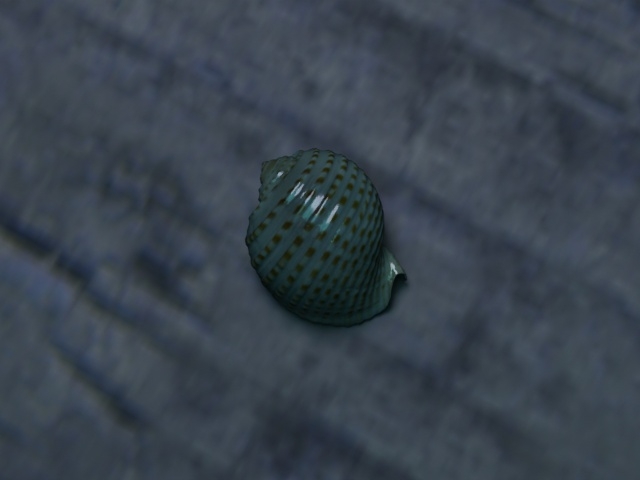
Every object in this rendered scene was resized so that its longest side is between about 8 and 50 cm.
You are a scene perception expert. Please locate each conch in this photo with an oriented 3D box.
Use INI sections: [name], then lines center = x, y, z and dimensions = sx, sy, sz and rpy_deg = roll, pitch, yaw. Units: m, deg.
[conch]
center = -0.002, -0.001, 0.734
dimensions = 0.076, 0.056, 0.085
rpy_deg = -46, 72, 8
